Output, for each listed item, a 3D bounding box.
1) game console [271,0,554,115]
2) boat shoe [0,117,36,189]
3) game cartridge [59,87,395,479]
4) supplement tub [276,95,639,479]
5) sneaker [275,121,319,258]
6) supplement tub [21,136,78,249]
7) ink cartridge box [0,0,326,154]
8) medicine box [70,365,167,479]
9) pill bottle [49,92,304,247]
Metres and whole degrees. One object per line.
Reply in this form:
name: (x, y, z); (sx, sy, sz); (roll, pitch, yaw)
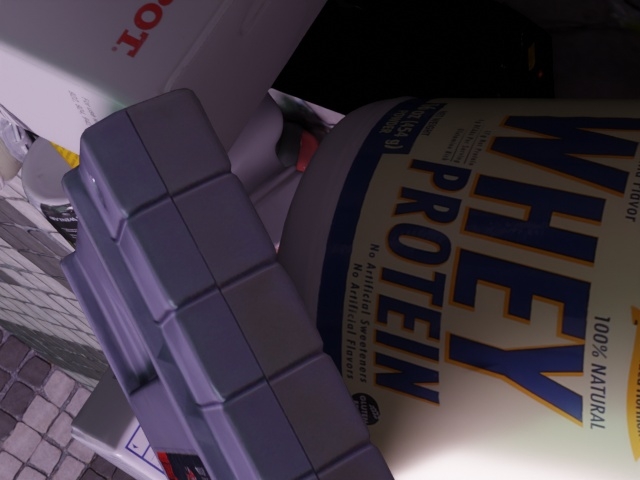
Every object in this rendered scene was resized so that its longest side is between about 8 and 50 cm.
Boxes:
game console: (0.063, -0.064, 0.825); (0.213, 0.044, 0.361); (24, 158, 23)
boat shoe: (-0.345, -0.144, 1.193); (0.118, 0.103, 0.320); (47, 159, 13)
game cartridge: (-0.056, 0.081, 0.578); (0.230, 0.068, 0.355); (67, 165, 4)
supplement tub: (0.164, 0.045, 0.593); (0.324, 0.235, 0.235); (4, 150, 28)
sneaker: (0.000, 0.000, 1.008); (0.135, 0.098, 0.276); (8, 145, 6)
supplement tub: (-0.219, -0.035, 1.218); (0.117, 0.117, 0.190); (21, 159, 28)
ink cartridge box: (-0.140, -0.169, 0.623); (0.273, 0.198, 0.115); (26, 162, 15)
medicine box: (-0.103, 0.208, 1.425); (0.289, 0.263, 0.149); (41, 160, -27)
pill bottle: (-0.113, -0.087, 0.793); (0.246, 0.136, 0.136); (50, 160, -2)
